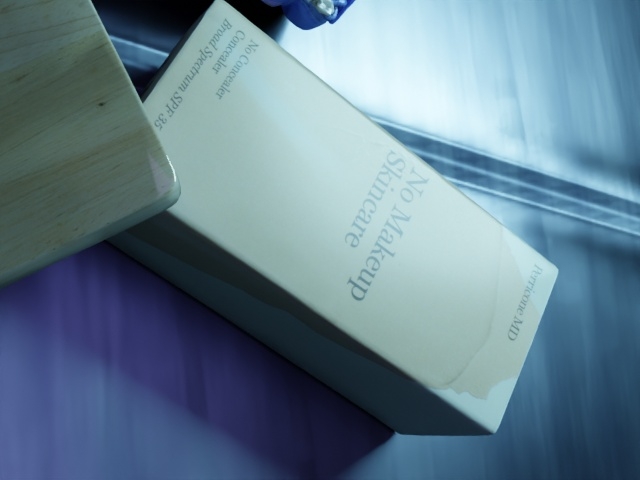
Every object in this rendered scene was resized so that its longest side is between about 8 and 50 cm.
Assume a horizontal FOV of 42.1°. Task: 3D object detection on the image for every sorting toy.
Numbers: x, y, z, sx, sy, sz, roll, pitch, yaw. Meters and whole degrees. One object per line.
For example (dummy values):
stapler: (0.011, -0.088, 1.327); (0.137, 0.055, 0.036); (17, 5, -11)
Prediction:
sorting toy: (-0.235, -0.069, 0.415); (0.257, 0.089, 0.255); (-26, 80, -8)

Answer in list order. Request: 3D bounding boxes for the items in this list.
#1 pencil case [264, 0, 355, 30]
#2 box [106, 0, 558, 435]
pencil case: (-0.092, -0.238, 0.556); (0.306, 0.119, 0.133); (15, 47, -34)
box: (0.000, 0.000, 0.580); (0.311, 0.121, 0.148); (34, 66, -18)
